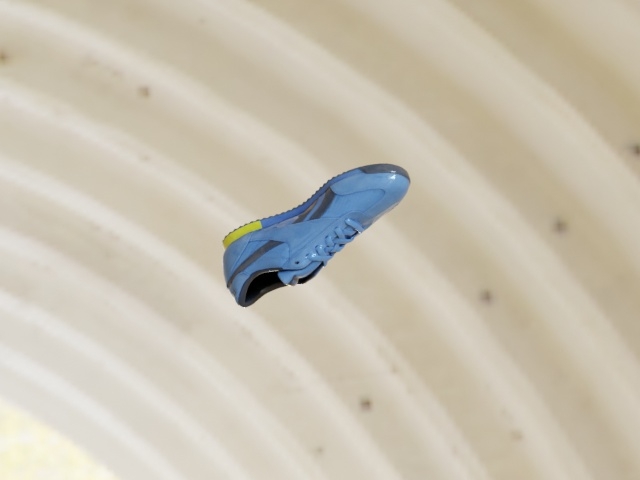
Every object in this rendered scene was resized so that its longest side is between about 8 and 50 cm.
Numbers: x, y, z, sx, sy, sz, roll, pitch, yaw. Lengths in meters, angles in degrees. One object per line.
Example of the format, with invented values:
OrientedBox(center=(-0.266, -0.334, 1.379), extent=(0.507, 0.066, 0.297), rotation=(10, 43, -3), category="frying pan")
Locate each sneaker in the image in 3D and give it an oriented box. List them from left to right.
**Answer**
OrientedBox(center=(0.000, 0.000, 1.869), extent=(0.069, 0.209, 0.082), rotation=(41, 29, -47), category="sneaker")
